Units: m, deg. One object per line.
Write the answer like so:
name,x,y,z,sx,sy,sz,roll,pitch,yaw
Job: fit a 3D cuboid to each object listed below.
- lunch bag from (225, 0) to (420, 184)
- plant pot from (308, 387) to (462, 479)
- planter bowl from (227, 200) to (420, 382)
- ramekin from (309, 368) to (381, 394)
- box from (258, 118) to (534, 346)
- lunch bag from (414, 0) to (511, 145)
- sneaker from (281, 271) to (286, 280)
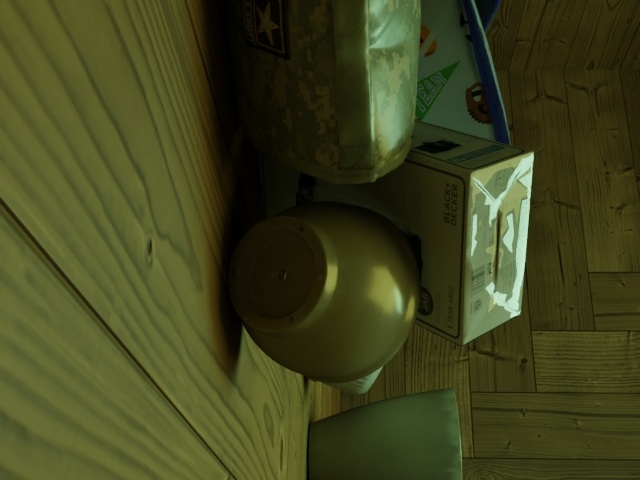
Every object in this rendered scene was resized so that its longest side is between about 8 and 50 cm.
lunch bag,0.006,-0.205,0.719,0.287,0.168,0.235,-93,-179,-63
plant pot,0.117,0.409,1.608,0.256,0.273,0.257,0,90,-88
planter bowl,-0.010,0.037,0.723,0.109,0.162,0.162,20,67,-58
ramekin,0.067,0.180,1.533,0.207,0.109,0.207,-62,179,-2
box,0.059,-0.035,0.828,0.290,0.087,0.169,23,-56,45
lunch bag,0.124,-0.241,1.144,0.328,0.238,0.386,-18,94,-83
sneaker,0.000,0.000,1.111,0.169,0.108,0.293,-80,168,-55
